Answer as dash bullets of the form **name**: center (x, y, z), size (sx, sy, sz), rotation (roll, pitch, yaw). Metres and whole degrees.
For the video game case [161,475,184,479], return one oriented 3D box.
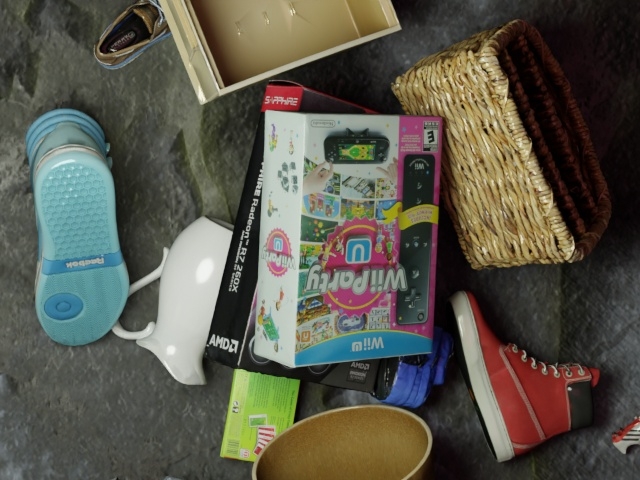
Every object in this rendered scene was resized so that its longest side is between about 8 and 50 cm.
- **video game case**: center (-0.075, 0.405, 1.811), size (0.026, 0.274, 0.196), rotation (-44, 127, -36)

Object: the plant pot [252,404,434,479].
- **plant pot**: center (0.053, 0.386, 1.855), size (0.237, 0.237, 0.254), rotation (-14, 111, -2)

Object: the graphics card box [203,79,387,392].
- **graphics card box**: center (0.000, 0.000, 1.844), size (0.232, 0.094, 0.371), rotation (16, 88, -38)

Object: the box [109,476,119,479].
- **box**: center (-0.286, 0.441, 1.925), size (0.114, 0.036, 0.207), rotation (-24, 92, -2)

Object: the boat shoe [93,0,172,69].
- **boat shoe**: center (-0.228, -0.297, 1.901), size (0.183, 0.066, 0.066), rotation (-44, 93, -1)

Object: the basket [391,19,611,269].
- **basket**: center (0.275, -0.132, 1.817), size (0.213, 0.223, 0.299), rotation (-29, 99, -28)

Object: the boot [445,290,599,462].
- **boot**: center (0.279, 0.160, 1.923), size (0.176, 0.088, 0.244), rotation (-22, 99, -3)

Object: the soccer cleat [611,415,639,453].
- **soccer cleat**: center (0.444, 0.264, 1.958), size (0.083, 0.029, 0.036), rotation (-33, 101, 2)

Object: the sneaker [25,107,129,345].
- **sneaker**: center (-0.326, -0.031, 1.883), size (0.127, 0.208, 0.319), rotation (-2, 127, -14)

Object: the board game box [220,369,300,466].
- **board game box**: center (-0.077, 0.210, 1.927), size (0.092, 0.043, 0.181), rotation (9, 91, -3)

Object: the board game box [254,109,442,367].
- **board game box**: center (0.037, -0.007, 1.754), size (0.224, 0.097, 0.304), rotation (-3, 99, -36)

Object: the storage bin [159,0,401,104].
- **storage bin**: center (-0.074, -0.344, 1.848), size (0.262, 0.123, 0.260), rotation (-22, 92, -17)

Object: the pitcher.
- **pitcher**: center (-0.183, 0.065, 1.891), size (0.177, 0.125, 0.207), rotation (27, 95, 19)

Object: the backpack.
- **backpack**: center (0.120, 0.167, 1.907), size (0.101, 0.098, 0.120), rotation (17, 89, -18)
